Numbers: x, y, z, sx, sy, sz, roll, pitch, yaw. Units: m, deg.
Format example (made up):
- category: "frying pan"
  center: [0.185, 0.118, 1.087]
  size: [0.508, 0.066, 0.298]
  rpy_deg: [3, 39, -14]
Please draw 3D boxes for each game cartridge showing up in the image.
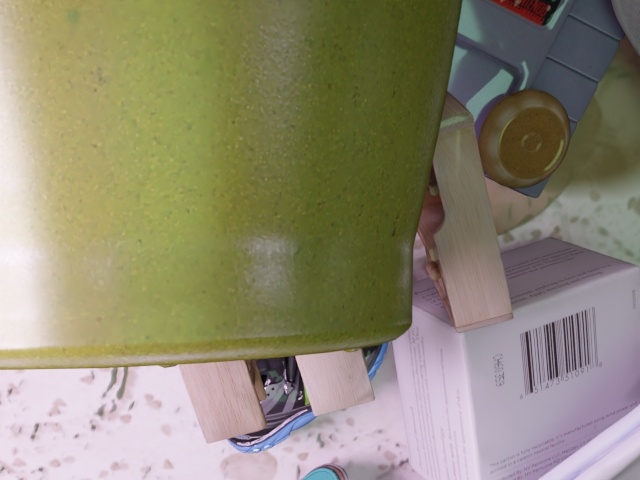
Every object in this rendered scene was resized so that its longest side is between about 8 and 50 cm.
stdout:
- category: "game cartridge"
  center: [0.074, -0.204, 0.692]
  size: [0.355, 0.068, 0.230]
  rpy_deg: [22, 106, -14]

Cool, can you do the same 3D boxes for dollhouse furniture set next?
- category: "dollhouse furniture set"
  center: [0.000, 0.000, 0.645]
  size: [0.242, 0.212, 0.160]
  rpy_deg: [-15, 111, 1]

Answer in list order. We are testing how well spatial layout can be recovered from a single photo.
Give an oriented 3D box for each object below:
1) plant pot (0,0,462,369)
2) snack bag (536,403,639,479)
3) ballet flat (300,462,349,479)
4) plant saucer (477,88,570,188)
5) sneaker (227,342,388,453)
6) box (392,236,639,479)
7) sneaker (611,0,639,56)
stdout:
- category: "plant pot"
  center: [-0.081, -0.118, 0.433]
  size: [0.367, 0.366, 0.352]
  rpy_deg: [-2, 86, -7]
- category: "snack bag"
  center: [0.245, 0.261, 0.771]
  size: [0.323, 0.037, 0.342]
  rpy_deg: [-40, 141, 6]
- category: "ballet flat"
  center: [-0.019, 0.303, 0.831]
  size: [0.068, 0.072, 0.213]
  rpy_deg: [21, 105, -41]
- category: "plant saucer"
  center: [0.170, -0.081, 0.707]
  size: [0.084, 0.015, 0.083]
  rpy_deg: [-5, 110, -14]
- category: "sneaker"
  center: [-0.018, 0.114, 0.766]
  size: [0.188, 0.067, 0.078]
  rpy_deg: [-36, 114, 7]
- category: "box"
  center: [0.169, 0.113, 0.742]
  size: [0.181, 0.119, 0.181]
  rpy_deg: [-17, 109, -21]
- category: "sneaker"
  center: [0.333, -0.191, 0.689]
  size: [0.147, 0.105, 0.295]
  rpy_deg: [-49, 119, -18]
